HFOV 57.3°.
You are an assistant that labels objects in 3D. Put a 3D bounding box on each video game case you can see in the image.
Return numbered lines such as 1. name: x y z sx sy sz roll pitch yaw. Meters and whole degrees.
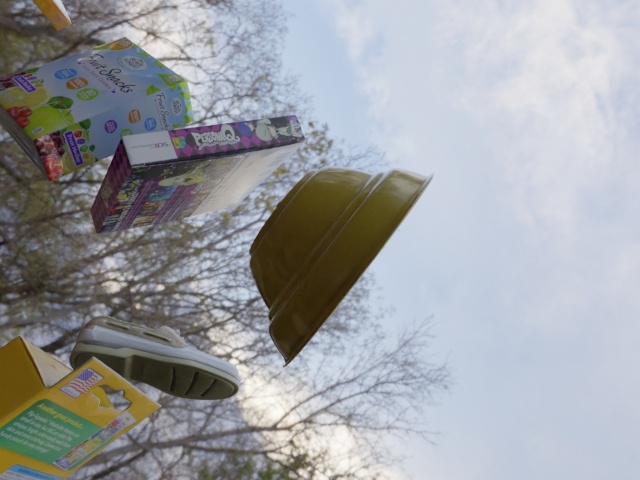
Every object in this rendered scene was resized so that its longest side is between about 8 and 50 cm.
1. video game case: -0.160 -0.078 0.727 0.232 0.210 0.041 -31 -103 58

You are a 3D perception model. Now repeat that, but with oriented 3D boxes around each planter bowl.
1. planter bowl: 0.000 0.000 0.526 0.090 0.217 0.217 38 -44 3

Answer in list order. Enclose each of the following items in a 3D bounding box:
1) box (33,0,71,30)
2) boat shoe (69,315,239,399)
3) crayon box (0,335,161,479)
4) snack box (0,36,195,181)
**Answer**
1. box: -0.412 -0.375 0.830 0.081 0.028 0.136 59 -1 27
2. boat shoe: -0.290 0.209 1.077 0.103 0.303 0.113 -91 -154 -49
3. crayon box: -0.369 0.237 0.665 0.083 0.323 0.203 47 -15 28
4. snack box: -0.303 -0.183 0.775 0.175 0.207 0.070 38 -35 33
